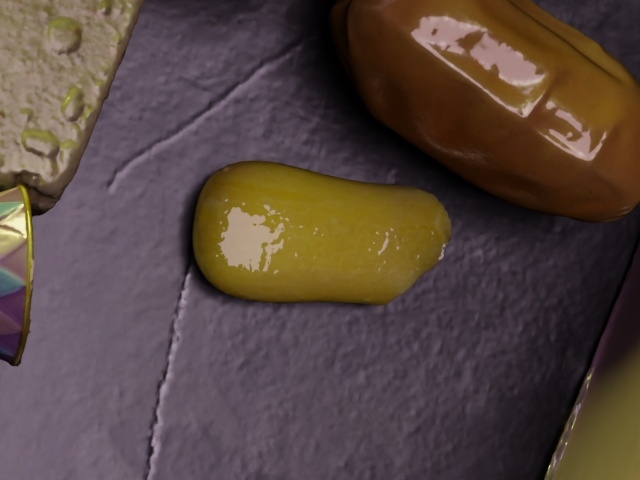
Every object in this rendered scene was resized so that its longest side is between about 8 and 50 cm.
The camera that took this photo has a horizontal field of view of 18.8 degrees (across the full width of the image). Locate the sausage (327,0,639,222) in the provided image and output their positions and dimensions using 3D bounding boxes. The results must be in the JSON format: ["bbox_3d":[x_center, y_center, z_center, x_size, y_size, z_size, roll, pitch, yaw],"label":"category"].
[{"bbox_3d":[0.107,-0.099,1.221,0.241,0.136,0.120,32,80,-12],"label":"sausage"}]

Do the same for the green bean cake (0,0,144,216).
[{"bbox_3d":[-0.176,-0.113,1.130,0.109,0.085,0.179,26,75,-18],"label":"green bean cake"}]

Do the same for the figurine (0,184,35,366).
[{"bbox_3d":[-0.290,0.013,1.029,0.263,0.189,0.142,3,103,-16],"label":"figurine"}]

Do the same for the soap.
[{"bbox_3d":[0.000,0.000,1.216,0.168,0.033,0.089,10,83,-21],"label":"soap"}]

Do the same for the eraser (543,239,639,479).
[{"bbox_3d":[0.285,0.058,1.200,0.122,0.272,0.359,29,76,-19],"label":"eraser"}]
